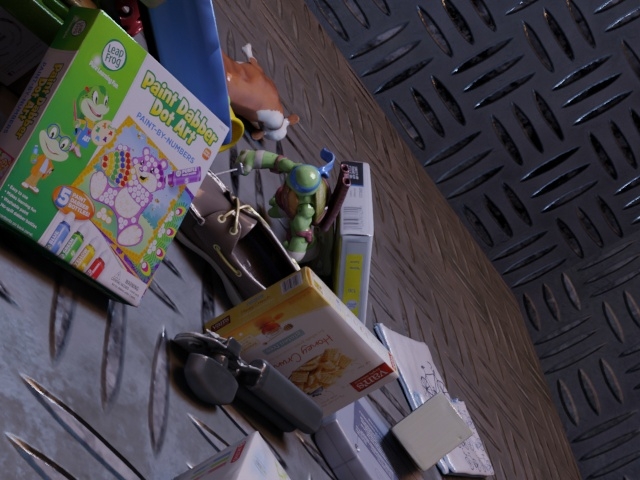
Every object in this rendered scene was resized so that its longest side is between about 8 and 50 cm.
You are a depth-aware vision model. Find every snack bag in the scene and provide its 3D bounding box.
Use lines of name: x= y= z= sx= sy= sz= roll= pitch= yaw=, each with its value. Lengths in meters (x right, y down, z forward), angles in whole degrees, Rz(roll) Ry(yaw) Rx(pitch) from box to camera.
snack bag: x=0.243 y=0.337 z=2.358 sx=0.323 sy=0.037 sz=0.342 roll=28 pitch=35 yaw=-63

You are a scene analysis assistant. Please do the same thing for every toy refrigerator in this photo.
toy refrigerator: x=0.182 y=0.323 z=1.887 sx=0.094 sy=0.102 sz=0.269 roll=53 pitch=-4 yaw=9

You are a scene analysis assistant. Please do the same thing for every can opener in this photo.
can opener: x=-0.098 y=0.195 z=1.479 sx=0.280 sy=0.074 sz=0.093 roll=41 pitch=58 yaw=-46

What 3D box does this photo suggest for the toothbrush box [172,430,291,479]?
toothbrush box: x=-0.052 y=0.373 z=1.149 sx=0.283 sy=0.122 sz=0.206 roll=56 pitch=15 yaw=-8

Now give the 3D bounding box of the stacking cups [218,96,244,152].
stacking cups: x=-0.222 y=-0.299 z=1.932 sx=0.096 sy=0.096 sz=0.316 roll=34 pitch=29 yaw=-58

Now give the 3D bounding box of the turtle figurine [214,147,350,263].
turtle figurine: x=-0.088 y=-0.043 z=1.878 sx=0.198 sy=0.274 sz=0.266 roll=40 pitch=-10 yaw=12

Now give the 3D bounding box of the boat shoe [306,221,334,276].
boat shoe: x=0.000 y=-0.001 z=2.034 sx=0.056 sy=0.048 sz=0.153 roll=-87 pitch=180 yaw=-51

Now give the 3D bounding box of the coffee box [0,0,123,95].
coffee box: x=-0.367 y=-0.285 z=1.383 sx=0.297 sy=0.119 sz=0.168 roll=36 pitch=29 yaw=-57

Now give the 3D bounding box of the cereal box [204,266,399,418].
cereal box: x=-0.023 y=0.155 z=1.565 sx=0.240 sy=0.173 sz=0.047 roll=47 pitch=19 yaw=-37

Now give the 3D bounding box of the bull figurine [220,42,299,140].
bull figurine: x=-0.153 y=-0.298 z=2.162 sx=0.188 sy=0.101 sz=0.310 roll=60 pitch=12 yaw=17

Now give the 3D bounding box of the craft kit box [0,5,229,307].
craft kit box: x=-0.237 y=-0.086 z=1.250 sx=0.250 sy=0.061 sz=0.246 roll=41 pitch=67 yaw=-49

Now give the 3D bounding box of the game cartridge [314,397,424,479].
game cartridge: x=0.087 y=0.358 z=1.769 sx=0.294 sy=0.060 sz=0.196 roll=54 pitch=12 yaw=-18

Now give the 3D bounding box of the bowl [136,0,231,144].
bowl: x=-0.196 y=-0.309 z=1.468 sx=0.391 sy=0.077 sz=0.391 roll=167 pitch=-90 yaw=-82

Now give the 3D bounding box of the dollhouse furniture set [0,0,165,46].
dollhouse furniture set: x=-0.261 y=-0.379 z=1.286 sx=0.151 sy=0.198 sz=0.301 roll=38 pitch=29 yaw=-51

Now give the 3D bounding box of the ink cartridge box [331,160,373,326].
ink cartridge box: x=0.053 y=0.054 z=2.067 sx=0.303 sy=0.072 sz=0.307 roll=-91 pitch=-174 yaw=-62

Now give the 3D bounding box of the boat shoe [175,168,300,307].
boat shoe: x=-0.125 y=-0.006 z=1.634 sx=0.324 sy=0.097 sz=0.116 roll=56 pitch=43 yaw=-17

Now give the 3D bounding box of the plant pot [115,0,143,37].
plant pot: x=-0.311 y=-0.411 z=1.717 sx=0.191 sy=0.174 sz=0.191 roll=52 pitch=15 yaw=-20
